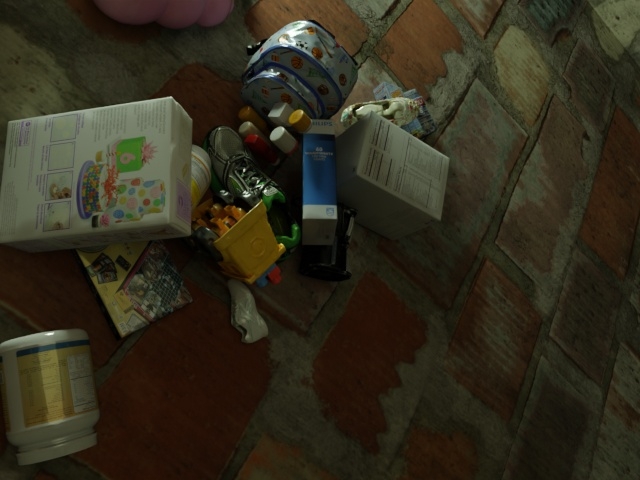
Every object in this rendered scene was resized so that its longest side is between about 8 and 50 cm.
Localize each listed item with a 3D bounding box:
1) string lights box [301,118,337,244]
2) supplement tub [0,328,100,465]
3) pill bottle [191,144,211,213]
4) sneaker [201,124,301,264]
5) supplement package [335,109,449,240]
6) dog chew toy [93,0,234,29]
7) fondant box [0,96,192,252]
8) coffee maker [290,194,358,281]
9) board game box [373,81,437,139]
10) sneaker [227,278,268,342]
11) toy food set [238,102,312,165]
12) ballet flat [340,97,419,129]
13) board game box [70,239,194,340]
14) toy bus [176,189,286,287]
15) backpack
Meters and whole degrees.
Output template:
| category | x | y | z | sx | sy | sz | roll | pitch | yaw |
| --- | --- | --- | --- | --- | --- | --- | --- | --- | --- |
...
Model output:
| category | x | y | z | sx | sy | sz | roll | pitch | yaw |
| --- | --- | --- | --- | --- | --- | --- | --- | --- | --- |
| string lights box | -0.005 | -0.133 | 1.236 | 0.077 | 0.133 | 0.259 | 0 | 64 | -3 |
| supplement tub | -0.458 | 0.260 | 0.917 | 0.144 | 0.144 | 0.199 | -6 | 79 | -33 |
| pill bottle | -0.302 | -0.113 | 1.125 | 0.117 | 0.117 | 0.215 | 38 | 37 | -17 |
| sneaker | -0.144 | -0.118 | 1.230 | 0.134 | 0.146 | 0.343 | -33 | 90 | -35 |
| supplement package | 0.162 | -0.158 | 1.402 | 0.263 | 0.199 | 0.198 | 25 | 63 | -23 |
| dog chew toy | -0.349 | -0.577 | 1.224 | 0.332 | 0.206 | 0.206 | 0 | 75 | -41 |
| fondant box | -0.406 | -0.114 | 0.985 | 0.330 | 0.096 | 0.238 | -6 | 74 | 10 |
| coffee maker | 0.000 | 0.000 | 1.319 | 0.171 | 0.120 | 0.178 | 8 | 67 | -2 |
| board game box | 0.251 | -0.389 | 1.615 | 0.194 | 0.060 | 0.194 | -30 | 93 | -35 |
| sneaker | -0.172 | 0.155 | 1.186 | 0.061 | 0.054 | 0.152 | -27 | 91 | -32 |
| toy food set | -0.100 | -0.242 | 1.252 | 0.104 | 0.232 | 0.111 | 40 | 71 | -44 |
| ballet flat | 0.175 | -0.354 | 1.502 | 0.241 | 0.077 | 0.091 | -15 | 83 | -13 |
| board game box | -0.385 | 0.055 | 1.089 | 0.165 | 0.042 | 0.243 | -27 | 90 | -35 |
| toy bus | -0.179 | 0.014 | 1.153 | 0.149 | 0.220 | 0.211 | -47 | 123 | -24 |
| backpack | -0.051 | -0.387 | 1.303 | 0.276 | 0.263 | 0.213 | 33 | 60 | -20 |
